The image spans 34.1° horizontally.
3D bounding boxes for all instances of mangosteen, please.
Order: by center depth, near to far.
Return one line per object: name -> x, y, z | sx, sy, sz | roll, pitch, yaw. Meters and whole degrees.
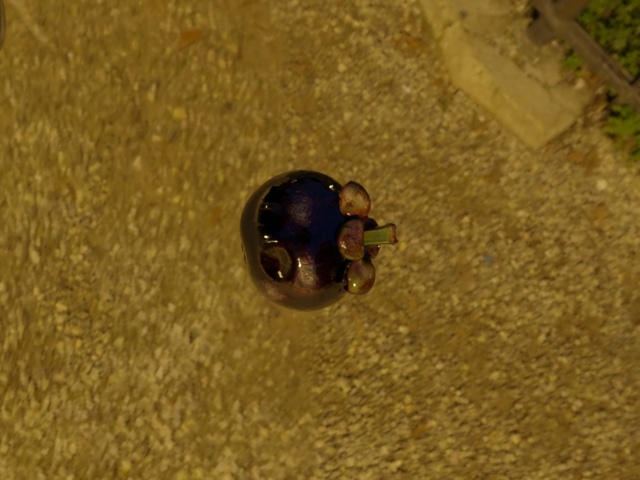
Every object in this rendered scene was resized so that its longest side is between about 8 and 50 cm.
mangosteen -> 0.000, 0.000, 0.992 | 0.151, 0.137, 0.137 | -2, 62, 16

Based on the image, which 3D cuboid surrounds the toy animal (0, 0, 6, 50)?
toy animal -> -0.282, -0.221, 0.636 | 0.251, 0.310, 0.251 | 20, 32, -13
